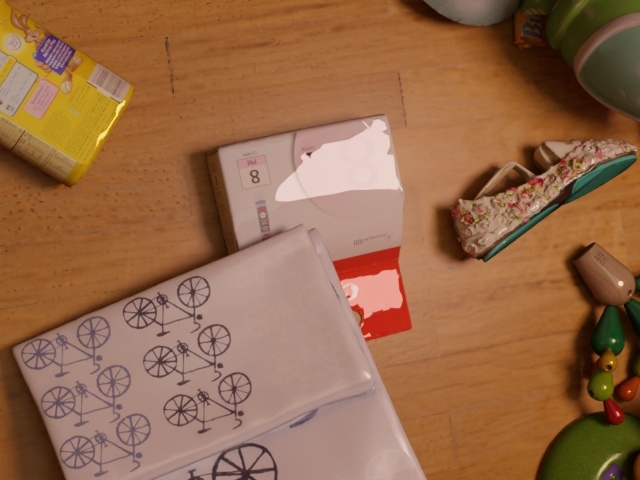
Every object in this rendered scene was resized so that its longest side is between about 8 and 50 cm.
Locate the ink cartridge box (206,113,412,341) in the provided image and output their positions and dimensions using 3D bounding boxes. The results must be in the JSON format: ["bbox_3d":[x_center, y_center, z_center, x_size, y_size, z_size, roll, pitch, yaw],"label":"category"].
[{"bbox_3d":[0.000,0.000,1.272,0.189,0.066,0.232,-13,89,-19],"label":"ink cartridge box"}]

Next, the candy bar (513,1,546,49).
[{"bbox_3d":[0.232,-0.293,1.381,0.040,0.018,0.161,0,87,-19],"label":"candy bar"}]

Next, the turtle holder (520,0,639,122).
[{"bbox_3d":[0.388,-0.256,1.265,0.243,0.320,0.227,-25,75,-47],"label":"turtle holder"}]

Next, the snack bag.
[{"bbox_3d":[-0.085,0.192,1.171,0.323,0.037,0.342,-22,78,-9],"label":"snack bag"}]

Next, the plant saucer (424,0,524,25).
[{"bbox_3d":[0.170,-0.330,1.317,0.195,0.037,0.194,2,86,-28],"label":"plant saucer"}]

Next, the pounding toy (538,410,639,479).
[{"bbox_3d":[0.368,0.278,1.358,0.237,0.110,0.182,-11,92,-19],"label":"pounding toy"}]

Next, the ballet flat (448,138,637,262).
[{"bbox_3d":[0.242,-0.064,1.346,0.241,0.091,0.077,-31,76,-21],"label":"ballet flat"}]

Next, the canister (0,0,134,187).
[{"bbox_3d":[-0.279,-0.143,1.171,0.170,0.073,0.126,33,78,-16],"label":"canister"}]

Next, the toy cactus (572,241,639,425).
[{"bbox_3d":[0.354,0.081,1.375,0.219,0.112,0.180,-42,91,-7],"label":"toy cactus"}]
